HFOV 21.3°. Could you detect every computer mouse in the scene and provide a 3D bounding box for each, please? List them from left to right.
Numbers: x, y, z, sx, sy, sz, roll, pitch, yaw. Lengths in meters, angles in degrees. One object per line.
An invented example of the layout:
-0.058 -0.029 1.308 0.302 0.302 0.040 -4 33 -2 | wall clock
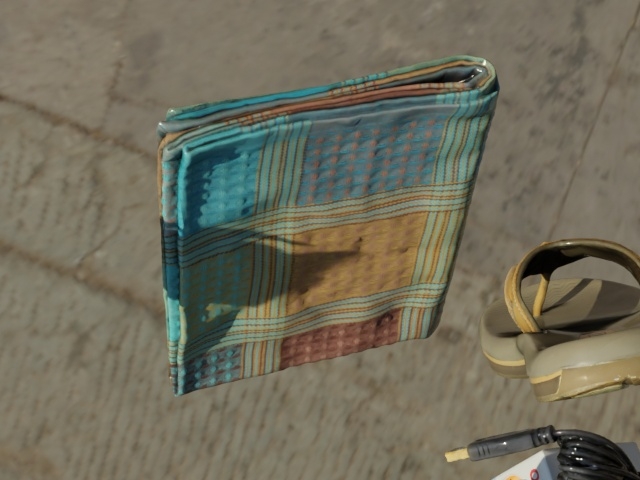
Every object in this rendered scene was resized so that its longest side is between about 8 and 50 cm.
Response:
0.127 0.199 1.211 0.262 0.060 0.184 -13 144 37 | computer mouse

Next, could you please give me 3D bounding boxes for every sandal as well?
0.096 0.024 0.642 0.072 0.180 0.049 -16 93 2 | sandal

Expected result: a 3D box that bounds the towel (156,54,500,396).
0.000 0.000 1.413 0.271 0.040 0.370 -12 145 -13 | towel

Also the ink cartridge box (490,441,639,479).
0.206 0.272 1.524 0.176 0.127 0.128 -40 59 42 | ink cartridge box
